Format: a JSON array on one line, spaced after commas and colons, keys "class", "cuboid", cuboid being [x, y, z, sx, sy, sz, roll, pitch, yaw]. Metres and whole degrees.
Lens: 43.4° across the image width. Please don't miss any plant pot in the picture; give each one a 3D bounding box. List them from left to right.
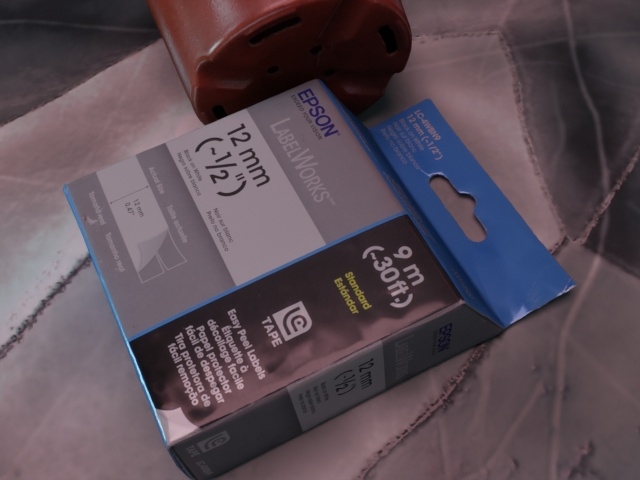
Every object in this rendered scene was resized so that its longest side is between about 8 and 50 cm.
[{"class": "plant pot", "cuboid": [-0.054, -0.252, 0.745, 0.272, 0.272, 0.265, -18, 67, -5]}]

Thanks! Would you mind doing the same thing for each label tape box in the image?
[{"class": "label tape box", "cuboid": [0.000, 0.000, 0.662, 0.348, 0.115, 0.249, -26, 60, -7]}]
